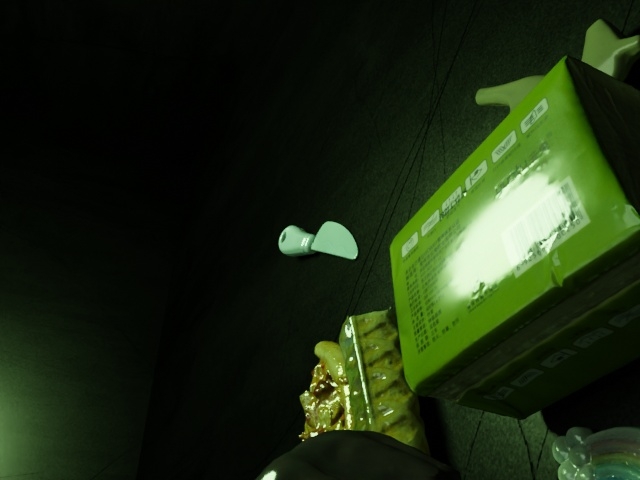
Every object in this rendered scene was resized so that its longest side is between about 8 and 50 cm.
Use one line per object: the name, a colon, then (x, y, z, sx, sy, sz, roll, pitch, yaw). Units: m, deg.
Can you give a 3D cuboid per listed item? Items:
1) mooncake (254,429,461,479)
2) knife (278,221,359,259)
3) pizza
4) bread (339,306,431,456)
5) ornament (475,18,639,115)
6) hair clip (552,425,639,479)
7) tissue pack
mooncake: (0.007, 0.358, 0.542, 0.212, 0.381, 0.350, 16, 107, 28)
knife: (0.000, -0.002, 1.245, 0.331, 0.044, 0.080, 1, 69, 61)
pizza: (0.013, 0.312, 0.925, 0.226, 0.086, 0.335, -57, 29, 34)
bread: (0.085, 0.217, 0.812, 0.269, 0.098, 0.087, -97, -11, -46)
ornament: (0.251, -0.135, 0.692, 0.230, 0.061, 0.245, -71, 21, 2)
hair clip: (0.254, 0.234, 0.454, 0.140, 0.054, 0.220, 119, 159, -45)
tissue pack: (0.207, 0.014, 0.553, 0.274, 0.167, 0.200, 127, 152, -44)
